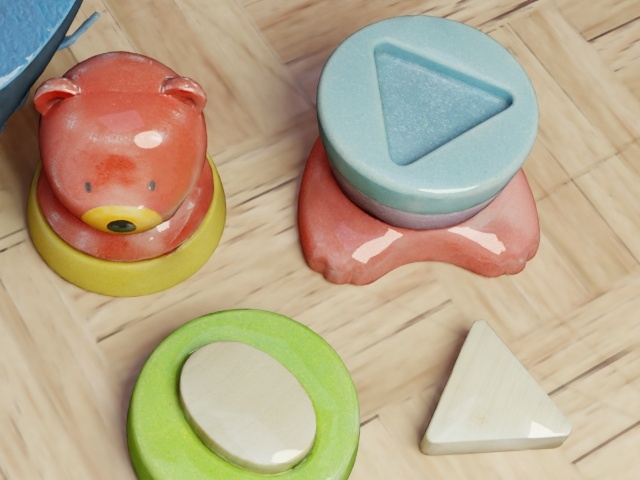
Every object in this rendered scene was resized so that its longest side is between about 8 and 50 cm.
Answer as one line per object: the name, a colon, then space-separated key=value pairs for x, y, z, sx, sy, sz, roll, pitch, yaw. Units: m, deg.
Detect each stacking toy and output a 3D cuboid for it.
stacking toy: x=0.000 y=0.000 z=0.711 sx=0.309 sy=0.130 sz=0.279 roll=-11 pitch=62 yaw=-13

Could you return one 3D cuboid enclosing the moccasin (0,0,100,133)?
moccasin: x=-0.245 y=-0.073 z=0.692 sx=0.138 sy=0.117 sz=0.342 roll=39 pitch=78 yaw=-2
